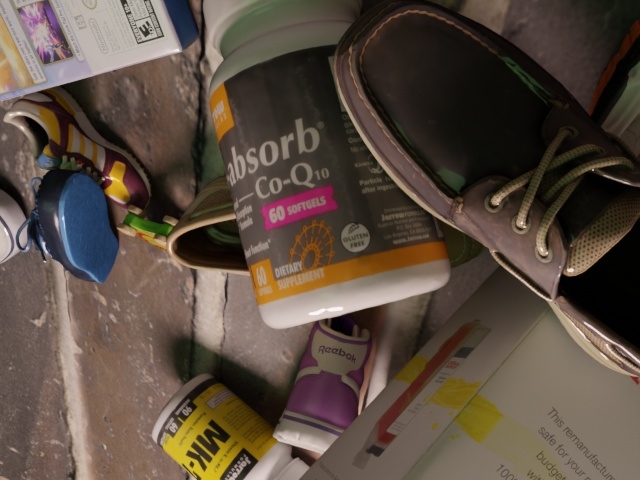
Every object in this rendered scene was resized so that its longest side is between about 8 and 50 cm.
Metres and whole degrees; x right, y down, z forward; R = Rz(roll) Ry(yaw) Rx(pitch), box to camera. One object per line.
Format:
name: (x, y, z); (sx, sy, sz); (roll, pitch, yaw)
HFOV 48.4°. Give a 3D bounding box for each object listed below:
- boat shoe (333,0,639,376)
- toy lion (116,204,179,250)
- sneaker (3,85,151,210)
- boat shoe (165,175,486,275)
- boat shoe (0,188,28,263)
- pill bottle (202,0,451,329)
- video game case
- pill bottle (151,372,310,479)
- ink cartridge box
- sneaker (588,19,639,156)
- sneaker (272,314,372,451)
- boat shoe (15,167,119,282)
boat shoe: (0.163, -0.030, 0.468); (0.355, 0.130, 0.132); (39, 91, -12)
toy lion: (-0.186, -0.003, 0.852); (0.100, 0.034, 0.096); (15, 164, 34)
sneaker: (-0.285, -0.093, 0.834); (0.185, 0.084, 0.069); (45, 131, -6)
boat shoe: (0.000, 0.000, 0.729); (0.341, 0.110, 0.121); (0, 121, 28)
boat shoe: (-0.585, 0.009, 1.017); (0.367, 0.156, 0.135); (-3, 120, 30)
pill bottle: (-0.002, -0.078, 0.586); (0.162, 0.162, 0.278); (-19, 83, 36)
video game case: (-0.278, -0.287, 0.681); (0.245, 0.061, 0.269); (-10, 117, 17)
pill bottle: (-0.115, 0.287, 0.962); (0.209, 0.119, 0.119); (36, 132, 17)
ink cartridge box: (0.167, 0.238, 0.622); (0.279, 0.385, 0.160); (48, 167, -9)
sneaker: (0.287, -0.134, 0.496); (0.121, 0.099, 0.262); (27, 132, 3)
sneaker: (0.014, 0.177, 0.859); (0.102, 0.161, 0.282); (17, 161, 0)
boat shoe: (-0.306, -0.007, 0.837); (0.089, 0.109, 0.258); (19, 153, -1)
